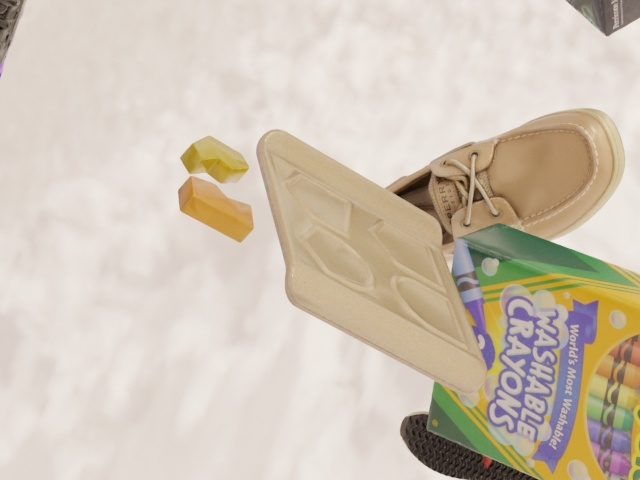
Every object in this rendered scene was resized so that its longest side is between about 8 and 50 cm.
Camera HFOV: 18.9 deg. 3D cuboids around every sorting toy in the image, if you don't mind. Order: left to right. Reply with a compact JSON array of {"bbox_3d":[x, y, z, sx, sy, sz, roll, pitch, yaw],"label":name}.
[{"bbox_3d":[0.000,0.000,1.635,0.041,0.307,0.229,-48,29,25],"label":"sorting toy"}]

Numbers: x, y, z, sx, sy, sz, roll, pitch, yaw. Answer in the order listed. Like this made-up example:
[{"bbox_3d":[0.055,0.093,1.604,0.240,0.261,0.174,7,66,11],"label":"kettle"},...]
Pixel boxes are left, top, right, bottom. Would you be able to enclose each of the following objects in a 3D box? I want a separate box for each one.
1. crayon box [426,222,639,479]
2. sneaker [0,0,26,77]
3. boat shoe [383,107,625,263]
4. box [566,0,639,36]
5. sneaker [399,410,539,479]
[{"bbox_3d":[0.259,0.130,1.759,0.323,0.083,0.203,21,114,33],"label":"crayon box"},{"bbox_3d":[-0.283,-0.187,1.520,0.146,0.102,0.293,-12,64,64],"label":"sneaker"},{"bbox_3d":[0.163,-0.040,1.978,0.341,0.110,0.122,-27,76,43],"label":"boat shoe"},{"bbox_3d":[0.359,-0.344,2.193,0.158,0.156,0.093,-30,51,-12],"label":"box"},{"bbox_3d":[0.152,0.212,1.933,0.075,0.161,0.057,-165,92,-84],"label":"sneaker"}]
